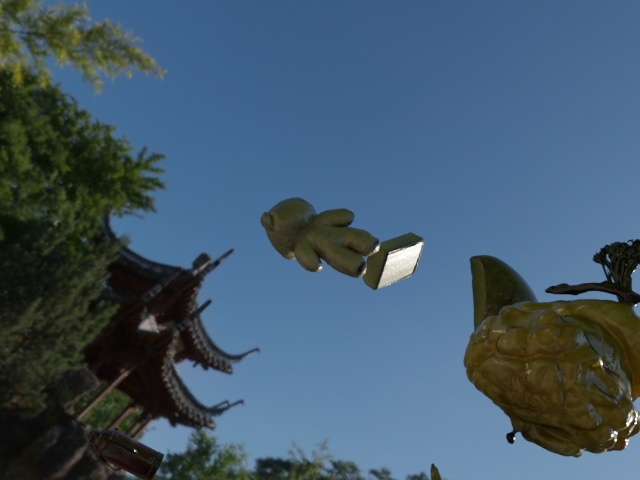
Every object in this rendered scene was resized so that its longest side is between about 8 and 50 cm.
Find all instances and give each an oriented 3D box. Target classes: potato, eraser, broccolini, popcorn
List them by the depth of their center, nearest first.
[{"bbox_3d":[0.478,0.236,1.169,0.349,0.382,0.349,39,-1,1],"label":"popcorn"},{"bbox_3d":[0.672,0.103,1.217,0.062,0.272,0.123,15,-46,-32],"label":"broccolini"},{"bbox_3d":[0.187,0.050,1.523,0.058,0.172,0.117,34,-57,32],"label":"eraser"},{"bbox_3d":[0.558,0.147,1.876,0.255,0.269,0.112,67,-30,20],"label":"potato"}]

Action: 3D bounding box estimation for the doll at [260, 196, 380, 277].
[{"bbox_3d":[-0.002,0.004,1.426,0.278,0.175,0.149,25,-61,19],"label":"doll"}]

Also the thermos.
[{"bbox_3d":[-0.596,0.636,1.791,0.232,0.099,0.124,33,-41,-11],"label":"thermos"}]

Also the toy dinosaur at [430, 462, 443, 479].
[{"bbox_3d":[0.237,0.527,1.100,0.153,0.094,0.259,8,68,-84],"label":"toy dinosaur"}]
